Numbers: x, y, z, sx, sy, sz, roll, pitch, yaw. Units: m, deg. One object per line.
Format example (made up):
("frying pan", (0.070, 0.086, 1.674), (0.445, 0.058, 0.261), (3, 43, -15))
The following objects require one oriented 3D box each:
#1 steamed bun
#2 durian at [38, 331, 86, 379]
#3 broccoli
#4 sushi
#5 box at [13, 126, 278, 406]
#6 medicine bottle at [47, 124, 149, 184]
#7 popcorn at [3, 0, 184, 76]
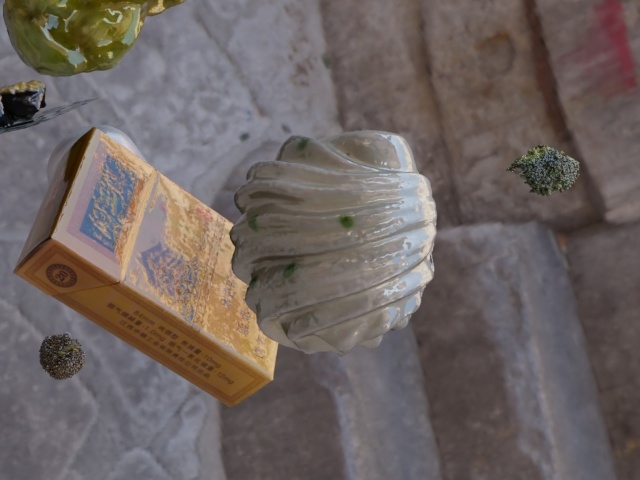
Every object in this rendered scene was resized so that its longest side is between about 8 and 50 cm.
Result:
("steamed bun", (0.000, 0.000, 0.843), (0.106, 0.183, 0.183), (5, 65, -35))
("durian", (-0.429, 0.194, 1.933), (0.080, 0.091, 0.080), (11, 48, -12))
("broccoli", (0.342, -0.108, 1.780), (0.097, 0.092, 0.095), (-42, 113, -14))
("sushi", (-0.336, -0.130, 1.165), (0.210, 0.193, 0.040), (-59, 136, -73))
("box", (-0.163, 0.030, 1.206), (0.274, 0.076, 0.174), (36, 36, -24))
("medicine bottle", (-0.244, -0.008, 1.584), (0.341, 0.130, 0.130), (59, 30, -31))
("popcorn", (-0.251, -0.375, 1.337), (0.293, 0.334, 0.292), (30, 35, 4))
